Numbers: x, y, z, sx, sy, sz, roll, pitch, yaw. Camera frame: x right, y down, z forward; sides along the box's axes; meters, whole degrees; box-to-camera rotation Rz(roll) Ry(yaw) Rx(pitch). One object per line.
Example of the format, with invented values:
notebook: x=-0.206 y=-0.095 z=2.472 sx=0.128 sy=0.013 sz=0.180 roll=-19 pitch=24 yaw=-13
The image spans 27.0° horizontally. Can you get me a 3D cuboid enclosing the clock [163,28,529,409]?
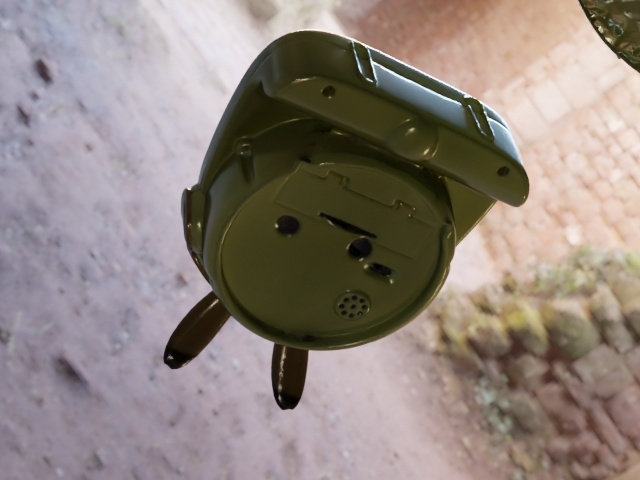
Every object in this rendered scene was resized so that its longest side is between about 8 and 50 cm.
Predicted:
clock: x=0.000 y=0.000 z=0.787 sx=0.170 sy=0.232 sz=0.069 roll=21 pitch=31 yaw=-22

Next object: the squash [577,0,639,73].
squash: x=0.192 y=-0.137 z=0.531 sx=0.220 sy=0.220 sz=0.133 roll=53 pitch=27 yaw=-7
